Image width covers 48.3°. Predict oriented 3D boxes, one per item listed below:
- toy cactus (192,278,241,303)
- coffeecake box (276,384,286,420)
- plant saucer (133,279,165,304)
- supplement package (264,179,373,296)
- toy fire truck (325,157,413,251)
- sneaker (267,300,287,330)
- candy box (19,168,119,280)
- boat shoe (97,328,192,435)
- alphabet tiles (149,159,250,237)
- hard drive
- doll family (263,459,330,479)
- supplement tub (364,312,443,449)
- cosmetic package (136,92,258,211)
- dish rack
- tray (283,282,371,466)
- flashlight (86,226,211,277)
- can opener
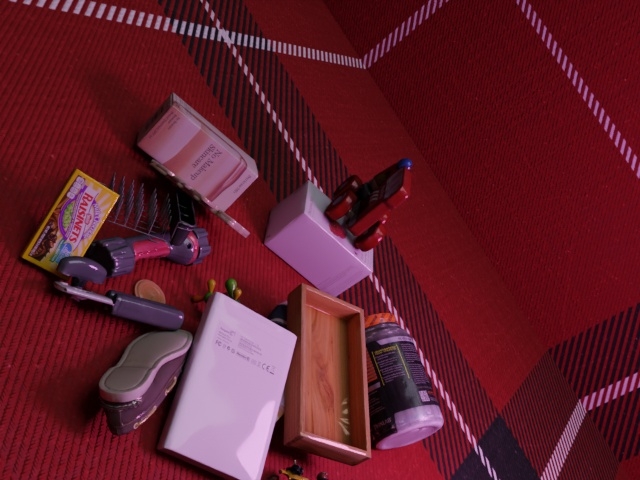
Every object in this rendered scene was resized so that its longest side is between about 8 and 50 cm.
[{"bbox_3d":[-0.227,0.199,1.692,0.219,0.112,0.180,-91,156,-50],"label":"toy cactus"},{"bbox_3d":[-0.132,0.345,1.679,0.142,0.068,0.185,55,28,1],"label":"coffeecake box"},{"bbox_3d":[-0.382,0.124,1.601,0.083,0.013,0.083,37,33,-29],"label":"plant saucer"},{"bbox_3d":[0.000,0.000,2.149,0.293,0.175,0.177,40,31,-24],"label":"supplement package"},{"bbox_3d":[0.172,-0.128,2.097,0.169,0.254,0.302,47,26,-13],"label":"toy fire truck"},{"bbox_3d":[-0.008,0.280,1.897,0.319,0.112,0.131,45,32,-19],"label":"sneaker"},{"bbox_3d":[-0.502,-0.031,1.438,0.105,0.027,0.205,36,75,-34],"label":"candy box"},{"bbox_3d":[-0.339,0.268,1.417,0.324,0.117,0.096,-60,153,-73],"label":"boat shoe"},{"bbox_3d":[-0.304,-0.104,1.799,0.284,0.021,0.278,37,-4,15],"label":"alphabet tiles"},{"bbox_3d":[-0.187,0.316,1.524,0.233,0.047,0.353,34,52,-27],"label":"hard drive"},{"bbox_3d":[-0.032,0.541,1.570,0.193,0.076,0.111,32,-4,-23],"label":"doll family"},{"bbox_3d":[0.189,0.386,1.980,0.207,0.207,0.338,18,45,-48],"label":"supplement tub"},{"bbox_3d":[-0.326,-0.233,1.907,0.296,0.153,0.129,38,15,-26],"label":"cosmetic package"},{"bbox_3d":[-0.421,-0.083,1.594,0.272,0.074,0.208,21,16,-22],"label":"dish rack"},{"bbox_3d":[0.014,0.319,1.738,0.203,0.076,0.410,26,44,-28],"label":"tray"},{"bbox_3d":[-0.380,0.028,1.622,0.304,0.103,0.103,-17,99,-60],"label":"flashlight"},{"bbox_3d":[-0.406,0.108,1.465,0.283,0.095,0.076,21,-3,-37],"label":"can opener"}]
